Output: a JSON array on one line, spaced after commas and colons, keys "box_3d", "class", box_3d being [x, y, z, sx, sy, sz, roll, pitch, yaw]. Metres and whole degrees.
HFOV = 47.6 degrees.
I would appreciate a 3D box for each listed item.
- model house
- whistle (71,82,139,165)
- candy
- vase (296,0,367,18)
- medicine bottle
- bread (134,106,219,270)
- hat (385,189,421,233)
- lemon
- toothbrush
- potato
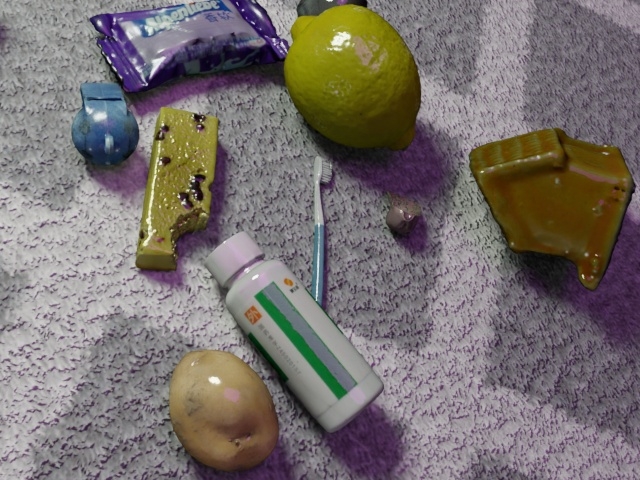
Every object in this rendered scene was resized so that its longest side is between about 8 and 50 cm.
[{"box_3d": [0.339, -0.083, 1.127, 0.239, 0.173, 0.268, 19, 26, 2], "class": "model house"}, {"box_3d": [-0.278, -0.145, 0.933, 0.090, 0.090, 0.158, 3, 24, -22], "class": "whistle"}, {"box_3d": [-0.183, -0.292, 1.048, 0.275, 0.070, 0.145, -21, 67, -27], "class": "candy"}, {"box_3d": [0.052, -0.335, 1.152, 0.183, 0.120, 0.120, 36, 55, -19], "class": "vase"}, {"box_3d": [-0.036, 0.107, 0.885, 0.095, 0.095, 0.260, -35, 83, -33], "class": "medicine bottle"}, {"box_3d": [-0.183, -0.068, 0.941, 0.088, 0.049, 0.226, 10, 61, -19], "class": "bread"}, {"box_3d": [0.116, -0.038, 1.065, 0.058, 0.042, 0.087, 22, 23, -20], "class": "hat"}, {"box_3d": [0.052, -0.229, 1.046, 0.248, 0.184, 0.184, 46, 55, -8], "class": "lemon"}, {"box_3d": [0.000, 0.000, 1.002, 0.025, 0.019, 0.275, 16, 58, -24], "class": "toothbrush"}, {"box_3d": [-0.107, 0.185, 0.808, 0.112, 0.112, 0.147, -36, 88, -33], "class": "potato"}]
